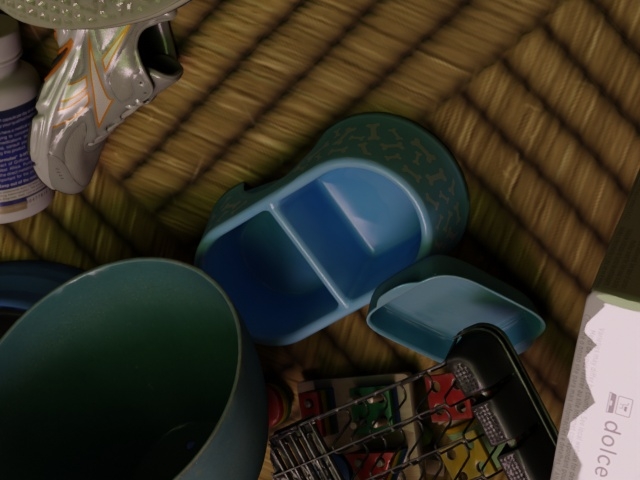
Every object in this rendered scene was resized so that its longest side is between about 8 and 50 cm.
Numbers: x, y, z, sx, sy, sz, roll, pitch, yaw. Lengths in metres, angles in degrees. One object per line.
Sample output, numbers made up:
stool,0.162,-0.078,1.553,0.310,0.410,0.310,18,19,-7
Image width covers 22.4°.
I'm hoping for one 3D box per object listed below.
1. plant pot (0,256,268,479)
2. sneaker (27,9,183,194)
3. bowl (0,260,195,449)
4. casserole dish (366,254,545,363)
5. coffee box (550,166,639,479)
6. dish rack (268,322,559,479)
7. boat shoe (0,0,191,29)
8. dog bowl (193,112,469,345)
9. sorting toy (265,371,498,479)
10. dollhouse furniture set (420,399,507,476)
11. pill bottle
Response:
plant pot,-0.165,0.190,1.541,0.290,0.290,0.195,-5,142,26
sneaker,-0.196,-0.144,1.529,0.121,0.099,0.262,21,125,6
bowl,-0.291,0.210,1.774,0.391,0.077,0.391,10,120,18
casserole dish,0.124,0.064,1.492,0.114,0.037,0.188,-32,139,32
coffee box,0.380,0.138,1.286,0.334,0.338,0.338,14,122,15
dish rack,0.089,0.219,1.508,0.271,0.074,0.208,-27,90,30
boat shoe,-0.089,-0.326,1.340,0.500,0.156,0.187,-27,107,28
dog bowl,0.000,0.000,1.534,0.297,0.074,0.166,-29,103,33
sorting toy,0.040,0.201,1.599,0.274,0.046,0.132,-7,89,33
dollhouse furniture set,0.123,0.223,1.613,0.151,0.058,0.076,-33,101,34
pill bottle,-0.325,-0.121,1.584,0.112,0.112,0.187,8,120,19
